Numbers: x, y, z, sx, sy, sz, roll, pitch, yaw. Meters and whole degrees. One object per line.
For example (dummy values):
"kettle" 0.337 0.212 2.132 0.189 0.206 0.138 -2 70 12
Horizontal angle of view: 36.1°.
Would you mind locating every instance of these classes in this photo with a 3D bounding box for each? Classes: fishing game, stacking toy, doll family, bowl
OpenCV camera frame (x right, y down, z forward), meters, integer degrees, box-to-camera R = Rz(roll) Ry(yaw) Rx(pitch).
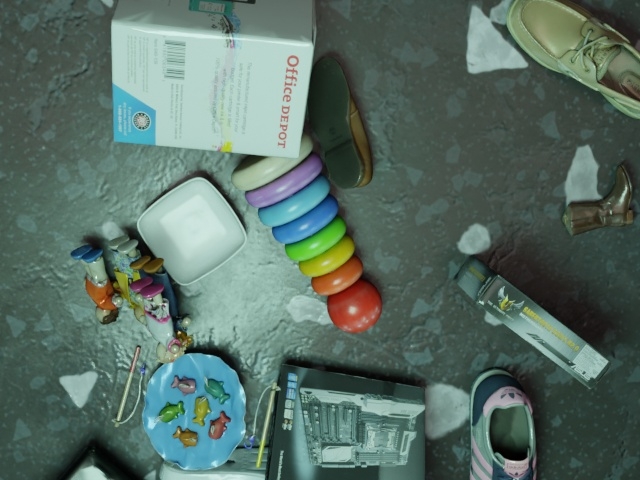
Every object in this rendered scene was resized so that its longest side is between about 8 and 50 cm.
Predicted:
"fishing game" -0.204 0.271 1.549 0.264 0.041 0.189 16 89 18
"stacking toy" 0.000 0.000 1.540 0.141 0.141 0.330 -31 104 1
"doll family" -0.259 0.091 1.504 0.118 0.263 0.163 -33 128 -30
"bowl" -0.201 -0.018 1.555 0.142 0.053 0.142 -35 99 2

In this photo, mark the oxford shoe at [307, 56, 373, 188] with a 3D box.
"oxford shoe" 0.034 -0.183 1.546 0.076 0.076 0.212 -15 85 31

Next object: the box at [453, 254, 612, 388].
"box" 0.330 0.124 1.549 0.231 0.183 0.056 37 95 -8

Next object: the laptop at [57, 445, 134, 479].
"laptop" -0.380 0.611 1.614 0.382 0.236 0.408 42 73 -6

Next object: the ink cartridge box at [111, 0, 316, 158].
"ink cartridge box" -0.150 -0.261 1.416 0.270 0.197 0.198 5 131 -5

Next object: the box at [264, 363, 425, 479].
"box" 0.037 0.356 1.517 0.242 0.307 0.076 11 139 -5

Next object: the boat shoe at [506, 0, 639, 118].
"boat shoe" 0.430 -0.292 1.537 0.302 0.098 0.109 34 95 -8

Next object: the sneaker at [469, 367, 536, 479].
"sneaker" 0.303 0.379 1.609 0.112 0.131 0.319 -10 99 -3

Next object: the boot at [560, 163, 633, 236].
"boot" 0.450 -0.065 1.606 0.114 0.037 0.106 -8 97 2

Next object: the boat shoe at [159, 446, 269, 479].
"boat shoe" -0.095 0.413 1.607 0.335 0.121 0.119 5 110 4
